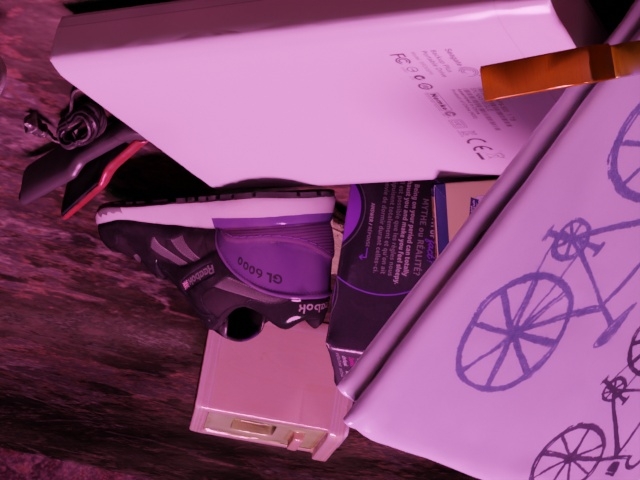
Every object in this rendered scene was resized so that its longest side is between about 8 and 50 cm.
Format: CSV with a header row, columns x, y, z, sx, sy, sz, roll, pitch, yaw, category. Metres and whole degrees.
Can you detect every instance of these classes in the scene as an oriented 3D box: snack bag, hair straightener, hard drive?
x,y,z,sx,sy,sz,roll,pitch,yaw,category
0.214,0.039,0.942,0.342,0.323,0.037,28,-168,-40,snack bag
-0.199,-0.074,1.138,0.089,0.047,0.230,19,158,-27,hair straightener
0.027,-0.102,0.959,0.353,0.047,0.233,-3,158,28,hard drive

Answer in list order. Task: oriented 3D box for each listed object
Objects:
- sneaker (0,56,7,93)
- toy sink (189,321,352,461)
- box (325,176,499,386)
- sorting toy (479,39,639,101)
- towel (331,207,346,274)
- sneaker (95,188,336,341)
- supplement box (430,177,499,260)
x,y,z,sx,sy,sz,roll,pitch,yaw,category
-0.291,-0.096,1.005,0.146,0.122,0.330,9,161,6,sneaker
-0.026,0.175,1.629,0.234,0.131,0.153,11,161,-6,toy sink
0.150,0.046,1.137,0.270,0.165,0.143,7,161,7,box
0.252,-0.097,0.703,0.307,0.041,0.229,-7,-175,33,sorting toy
0.000,0.000,1.286,0.110,0.027,0.148,-5,157,36,towel
-0.100,0.024,1.179,0.107,0.124,0.283,-5,-177,-39,sneaker
0.126,-0.004,1.036,0.083,0.083,0.056,-4,-177,2,supplement box
